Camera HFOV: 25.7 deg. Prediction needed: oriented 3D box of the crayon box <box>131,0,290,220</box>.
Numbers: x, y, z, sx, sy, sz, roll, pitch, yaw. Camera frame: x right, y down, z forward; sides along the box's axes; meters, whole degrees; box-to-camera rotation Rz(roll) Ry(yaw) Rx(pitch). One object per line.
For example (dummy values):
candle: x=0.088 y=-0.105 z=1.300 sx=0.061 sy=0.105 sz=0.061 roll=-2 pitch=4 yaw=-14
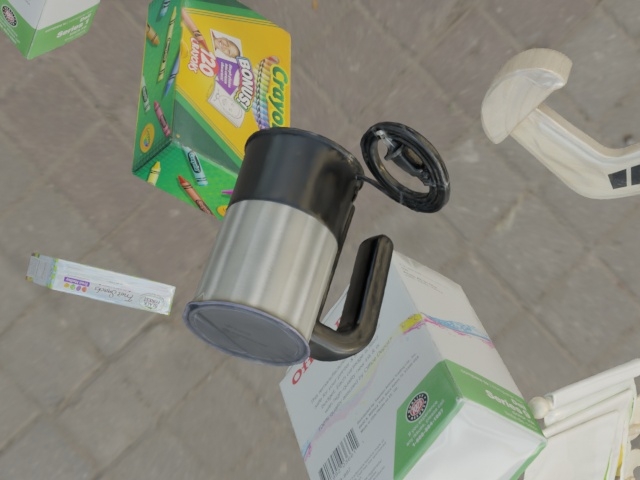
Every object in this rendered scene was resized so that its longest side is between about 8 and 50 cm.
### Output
crayon box: x=-0.121 y=-0.163 z=1.624 sx=0.165 sy=0.278 sz=0.081 roll=28 pitch=134 yaw=-32

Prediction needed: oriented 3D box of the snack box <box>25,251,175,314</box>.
snack box: x=-0.246 y=0.048 z=1.560 sx=0.141 sy=0.100 sz=0.037 roll=15 pitch=88 yaw=-28

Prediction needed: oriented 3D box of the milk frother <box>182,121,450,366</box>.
milk frother: x=0.000 y=0.000 z=0.880 sx=0.129 sy=0.143 sz=0.134 roll=21 pitch=63 yaw=-8

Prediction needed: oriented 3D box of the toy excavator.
toy excavator: x=0.474 y=-0.084 z=1.778 sx=0.445 sy=0.222 sz=0.433 roll=-18 pitch=110 yaw=23

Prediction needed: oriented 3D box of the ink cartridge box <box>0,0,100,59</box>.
ink cartridge box: x=-0.280 y=-0.315 z=1.379 sx=0.092 sy=0.219 sz=0.160 roll=-32 pitch=77 yaw=-39

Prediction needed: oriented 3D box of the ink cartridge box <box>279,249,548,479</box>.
ink cartridge box: x=0.062 y=0.128 z=1.064 sx=0.093 sy=0.212 sz=0.154 roll=27 pitch=110 yaw=-28

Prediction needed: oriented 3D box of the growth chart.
growth chart: x=0.193 y=0.204 z=1.089 sx=0.021 sy=0.172 sz=0.237 roll=27 pitch=112 yaw=42
